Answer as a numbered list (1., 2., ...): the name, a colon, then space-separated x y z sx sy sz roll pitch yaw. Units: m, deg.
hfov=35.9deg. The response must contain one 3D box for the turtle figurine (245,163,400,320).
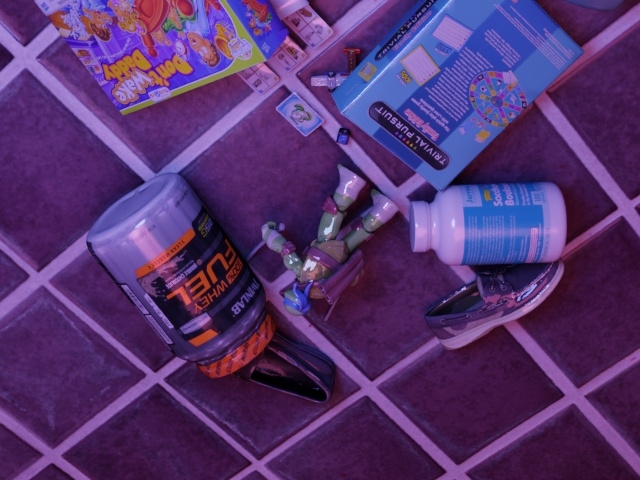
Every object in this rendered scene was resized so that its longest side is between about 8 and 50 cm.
1. turtle figurine: 0.000 0.000 1.793 0.198 0.274 0.266 36 92 4

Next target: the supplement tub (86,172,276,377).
1. supplement tub: -0.237 0.067 1.746 0.207 0.207 0.338 -30 112 13

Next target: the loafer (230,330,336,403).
1. loafer: -0.107 0.234 1.916 0.302 0.095 0.109 21 115 -13

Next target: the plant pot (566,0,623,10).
1. plant pot: 0.392 -0.458 1.507 0.234 0.166 0.165 17 119 -39

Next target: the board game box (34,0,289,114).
1. board game box: -0.248 -0.343 1.509 0.347 0.078 0.233 -12 125 42

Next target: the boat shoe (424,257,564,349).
1. boat shoe: 0.323 0.102 1.863 0.285 0.103 0.092 -35 119 22

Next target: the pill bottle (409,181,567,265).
1. pill bottle: 0.294 -0.029 1.763 0.264 0.146 0.146 -2 119 -2

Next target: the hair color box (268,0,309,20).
1. hair color box: -0.180 -0.477 1.520 0.174 0.105 0.347 -28 116 16

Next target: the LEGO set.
1. LEGO set: -0.005 -0.278 1.686 0.182 0.060 0.244 -36 113 29

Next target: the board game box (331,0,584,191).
1. board game box: 0.225 -0.277 1.630 0.254 0.079 0.336 35 110 -31
